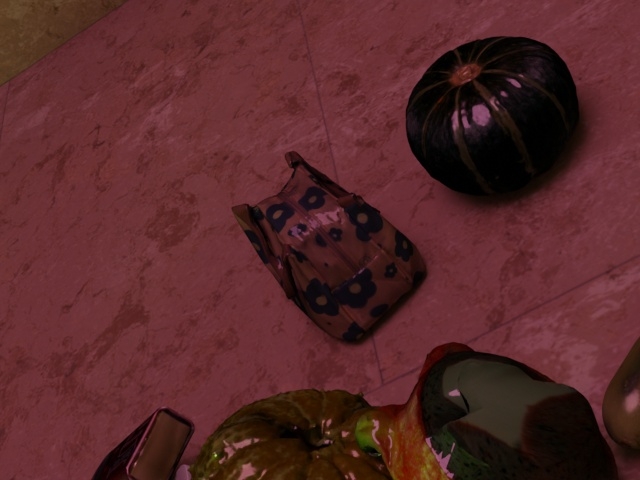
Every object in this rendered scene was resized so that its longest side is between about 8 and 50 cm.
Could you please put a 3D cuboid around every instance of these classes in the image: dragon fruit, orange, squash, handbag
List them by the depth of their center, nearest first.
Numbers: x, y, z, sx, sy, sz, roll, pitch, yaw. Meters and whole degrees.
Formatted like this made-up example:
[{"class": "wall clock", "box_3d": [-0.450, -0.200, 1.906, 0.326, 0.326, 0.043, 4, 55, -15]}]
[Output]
[{"class": "dragon fruit", "box_3d": [0.187, 0.219, 1.131, 0.268, 0.295, 0.130, -87, 15, -46]}, {"class": "squash", "box_3d": [0.395, 0.126, 1.206, 0.083, 0.083, 0.250, 19, 64, 49]}, {"class": "orange", "box_3d": [-0.011, 0.303, 1.234, 0.301, 0.223, 0.300, 26, 31, 32]}, {"class": "squash", "box_3d": [0.243, -0.183, 1.562, 0.252, 0.165, 0.252, -24, 37, 20]}, {"class": "handbag", "box_3d": [0.000, 0.000, 1.572, 0.190, 0.193, 0.251, -42, 38, -6]}]

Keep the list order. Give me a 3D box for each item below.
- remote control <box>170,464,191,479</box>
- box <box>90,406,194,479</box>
[{"class": "remote control", "box_3d": [-0.224, 0.410, 1.432, 0.250, 0.034, 0.103, -53, 32, 26]}, {"class": "box", "box_3d": [-0.257, 0.319, 1.508, 0.224, 0.069, 0.120, -42, 18, 54]}]
